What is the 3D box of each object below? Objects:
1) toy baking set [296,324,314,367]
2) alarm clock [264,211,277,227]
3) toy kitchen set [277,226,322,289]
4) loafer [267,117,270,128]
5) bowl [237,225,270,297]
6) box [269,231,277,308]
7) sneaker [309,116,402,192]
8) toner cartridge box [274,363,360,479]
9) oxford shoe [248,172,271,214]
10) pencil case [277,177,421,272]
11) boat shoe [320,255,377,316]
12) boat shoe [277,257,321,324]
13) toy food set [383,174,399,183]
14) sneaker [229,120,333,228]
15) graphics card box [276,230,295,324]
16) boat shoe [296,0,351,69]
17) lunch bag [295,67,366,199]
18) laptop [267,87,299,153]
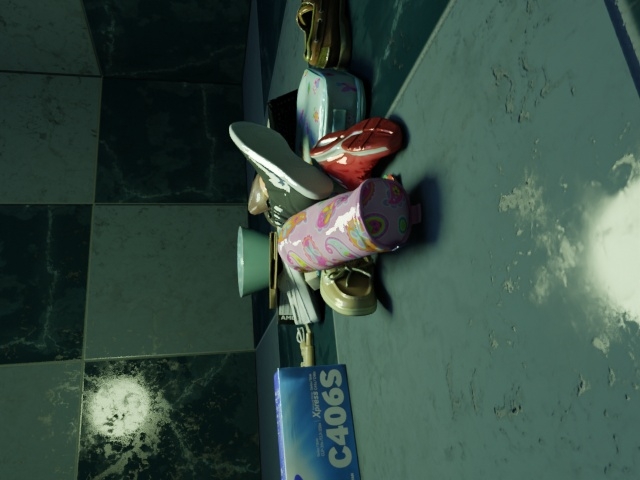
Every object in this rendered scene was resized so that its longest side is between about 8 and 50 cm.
[{"bbox_3d":[-0.051,0.351,1.619,0.196,0.030,0.257,159,110,-76],"label":"toy baking set"},{"bbox_3d":[-0.122,-0.084,1.695,0.064,0.129,0.192,-45,-48,-50],"label":"alarm clock"},{"bbox_3d":[0.000,0.000,1.322,0.207,0.166,0.122,51,-161,-44],"label":"toy kitchen set"},{"bbox_3d":[-0.155,-0.308,1.883,0.111,0.111,0.320,139,137,-79],"label":"loafer"},{"bbox_3d":[-0.276,0.093,2.276,0.311,0.162,0.312,180,90,-76],"label":"bowl"},{"bbox_3d":[-0.133,0.089,1.453,0.201,0.021,0.165,105,165,-67],"label":"box"},{"bbox_3d":[0.088,-0.145,0.946,0.087,0.128,0.221,-53,30,-19],"label":"sneaker"},{"bbox_3d":[-0.008,0.460,1.151,0.075,0.165,0.348,115,151,-61],"label":"toner cartridge box"},{"bbox_3d":[-0.135,-0.206,1.519,0.132,0.130,0.364,-38,18,31],"label":"oxford shoe"},{"bbox_3d":[0.037,-0.018,0.875,0.284,0.124,0.124,-21,69,55],"label":"pencil case"},{"bbox_3d":[0.046,0.046,1.027,0.285,0.104,0.090,-113,23,-60],"label":"boat shoe"},{"bbox_3d":[-0.077,0.116,1.409,0.095,0.084,0.258,-55,-53,-75],"label":"boat shoe"},{"bbox_3d":[0.118,-0.074,0.894,0.083,0.020,0.083,108,157,-54],"label":"toy food set"},{"bbox_3d":[-0.102,-0.127,1.076,0.295,0.104,0.147,42,136,27],"label":"sneaker"},{"bbox_3d":[-0.086,0.041,1.568,0.233,0.094,0.371,-105,16,-66],"label":"graphics card box"},{"bbox_3d":[0.000,-0.533,1.192,0.111,0.104,0.308,112,154,-59],"label":"boat shoe"},{"bbox_3d":[0.020,-0.222,1.120,0.224,0.107,0.280,-126,36,-61],"label":"lunch bag"},{"bbox_3d":[-0.050,-0.229,1.272,0.136,0.264,0.235,26,134,33],"label":"laptop"}]
